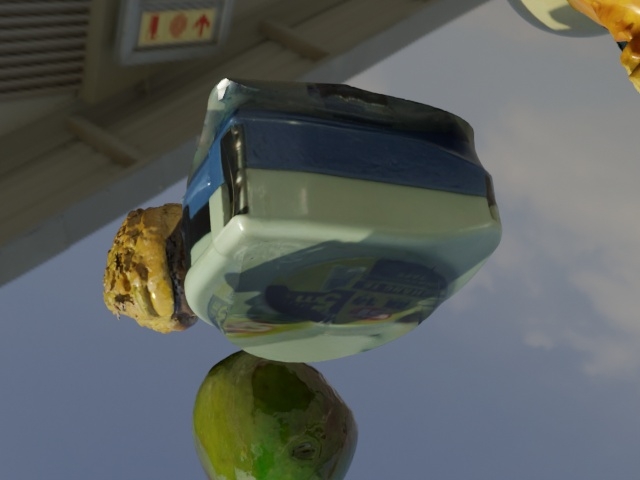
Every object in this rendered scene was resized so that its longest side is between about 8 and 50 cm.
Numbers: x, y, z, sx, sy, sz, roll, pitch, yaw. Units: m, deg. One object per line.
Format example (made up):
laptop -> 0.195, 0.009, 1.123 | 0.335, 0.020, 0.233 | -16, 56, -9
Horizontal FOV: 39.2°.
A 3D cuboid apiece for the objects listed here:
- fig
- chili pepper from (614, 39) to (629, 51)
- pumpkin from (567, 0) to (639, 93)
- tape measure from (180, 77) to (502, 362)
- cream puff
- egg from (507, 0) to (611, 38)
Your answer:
fig -> -0.051, 0.213, 0.953 | 0.181, 0.181, 0.191 | 10, -134, -9
chili pepper -> 0.321, -0.217, 0.901 | 0.055, 0.118, 0.035 | 11, -156, 28
pumpkin -> 0.172, -0.045, 0.311 | 0.281, 0.190, 0.139 | 5, 176, 45
tape measure -> 0.001, 0.000, 0.803 | 0.259, 0.262, 0.138 | 7, -125, -24
cream puff -> -0.219, 0.040, 1.197 | 0.130, 0.189, 0.189 | -4, -155, 10
egg -> 0.251, -0.284, 0.767 | 0.186, 0.241, 0.186 | 14, -131, -17
